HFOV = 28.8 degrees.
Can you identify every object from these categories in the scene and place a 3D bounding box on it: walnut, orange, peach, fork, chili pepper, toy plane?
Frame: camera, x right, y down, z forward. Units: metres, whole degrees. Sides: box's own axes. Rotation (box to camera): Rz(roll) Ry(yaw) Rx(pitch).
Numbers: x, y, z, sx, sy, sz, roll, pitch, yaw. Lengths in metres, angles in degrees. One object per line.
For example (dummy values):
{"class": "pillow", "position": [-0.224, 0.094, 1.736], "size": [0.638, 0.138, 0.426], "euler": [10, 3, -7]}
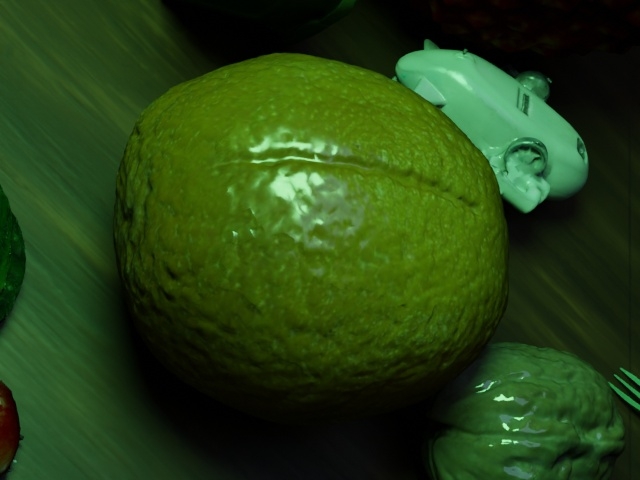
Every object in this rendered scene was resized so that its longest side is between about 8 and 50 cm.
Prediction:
{"class": "walnut", "position": [0.199, 0.187, 1.205], "size": [0.230, 0.178, 0.178], "euler": [2, 67, -33]}
{"class": "orange", "position": [0.000, 0.000, 1.087], "size": [0.357, 0.322, 0.322], "euler": [11, 63, -31]}
{"class": "peach", "position": [-0.282, 0.150, 1.010], "size": [0.098, 0.061, 0.098], "euler": [9, 63, -18]}
{"class": "fork", "position": [0.404, 0.238, 1.380], "size": [0.039, 0.021, 0.235], "euler": [-38, 89, -33]}
{"class": "chili pepper", "position": [-0.313, 0.023, 1.052], "size": [0.122, 0.065, 0.279], "euler": [16, 59, -12]}
{"class": "toy plane", "position": [0.186, -0.125, 1.366], "size": [0.252, 0.118, 0.252], "euler": [24, 40, -22]}

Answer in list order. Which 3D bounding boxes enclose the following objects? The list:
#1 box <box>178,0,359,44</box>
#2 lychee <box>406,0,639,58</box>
{"class": "box", "position": [-0.050, -0.332, 1.190], "size": [0.178, 0.329, 0.252], "euler": [7, 89, -12]}
{"class": "lychee", "position": [0.225, -0.404, 1.312], "size": [0.500, 0.424, 0.424], "euler": [23, 56, 8]}
